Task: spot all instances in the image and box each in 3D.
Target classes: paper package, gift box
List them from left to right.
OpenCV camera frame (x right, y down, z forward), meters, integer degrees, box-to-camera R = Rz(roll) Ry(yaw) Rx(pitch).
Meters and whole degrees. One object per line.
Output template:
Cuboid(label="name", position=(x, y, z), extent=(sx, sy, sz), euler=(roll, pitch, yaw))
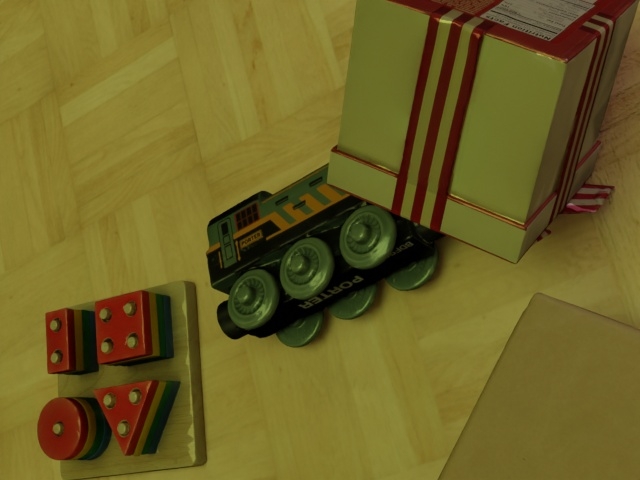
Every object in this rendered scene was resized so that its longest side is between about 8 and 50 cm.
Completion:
Cuboid(label="gift box", position=(0.185, -0.144, 1.119), extent=(0.255, 0.276, 0.258), euler=(28, 129, 26))
Cuboid(label="paper package", position=(0.279, 0.260, 1.011), extent=(0.310, 0.168, 0.324), euler=(22, 78, 34))

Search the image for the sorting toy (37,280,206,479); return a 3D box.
Cuboid(label="sorting toy", position=(-0.295, 0.200, 1.501), extent=(0.257, 0.089, 0.255), euler=(-14, 74, 31))

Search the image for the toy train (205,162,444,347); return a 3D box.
Cuboid(label="toy train", position=(0.000, 0.000, 1.319), extent=(0.334, 0.142, 0.190), euler=(-29, 57, 26))
